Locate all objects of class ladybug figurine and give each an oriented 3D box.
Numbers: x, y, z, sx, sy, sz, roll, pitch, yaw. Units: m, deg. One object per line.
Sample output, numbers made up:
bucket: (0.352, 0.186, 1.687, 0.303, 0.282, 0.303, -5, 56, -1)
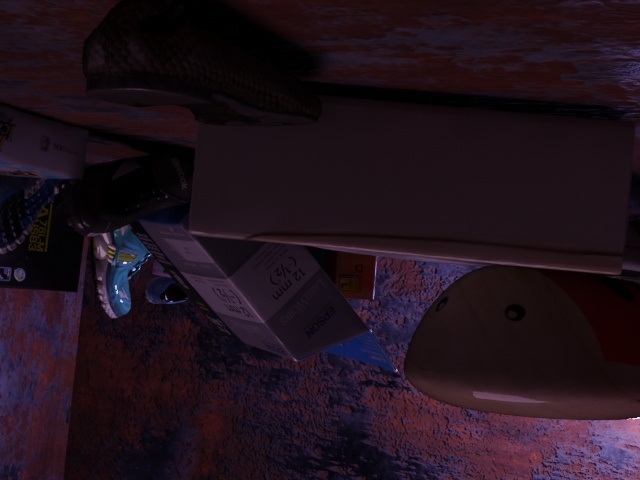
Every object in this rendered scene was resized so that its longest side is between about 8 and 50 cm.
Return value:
ladybug figurine: (0.284, 0.120, 1.254, 0.305, 0.162, 0.449, 3, 176, 38)

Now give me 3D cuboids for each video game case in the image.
video game case: (-0.416, -0.108, 1.049, 0.269, 0.061, 0.244, 4, 178, 22)

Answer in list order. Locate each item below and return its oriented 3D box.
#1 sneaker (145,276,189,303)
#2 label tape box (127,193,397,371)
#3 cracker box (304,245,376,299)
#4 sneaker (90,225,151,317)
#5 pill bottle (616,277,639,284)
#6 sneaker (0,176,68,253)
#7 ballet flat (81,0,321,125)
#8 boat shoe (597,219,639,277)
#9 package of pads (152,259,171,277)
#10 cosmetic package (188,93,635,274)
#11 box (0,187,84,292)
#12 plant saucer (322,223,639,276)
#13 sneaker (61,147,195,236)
sneaker: (-0.238, 0.089, 1.935, 0.162, 0.064, 0.073, -18, -160, -29)
label tape box: (-0.086, 0.066, 1.387, 0.348, 0.115, 0.249, 54, 160, -20)
cracker box: (0.000, 0.000, 1.480, 0.067, 0.156, 0.232, 5, 178, -25)
sneaker: (-0.301, 0.013, 1.622, 0.109, 0.275, 0.107, -2, -139, -15)
pill bottle: (0.552, 0.090, 1.718, 0.362, 0.210, 0.210, 6, 177, -15)
sneaker: (-0.356, -0.055, 1.182, 0.082, 0.071, 0.191, 16, -140, 10)
ballet flat: (-0.060, -0.100, 0.611, 0.084, 0.058, 0.250, 0, -179, 20)
boat shoe: (0.373, 0.009, 1.498, 0.302, 0.109, 0.098, 0, 178, -15)
package of pads: (-0.256, 0.052, 1.886, 0.083, 0.032, 0.050, 6, 179, 30)
cosmetic package: (0.067, -0.044, 0.805, 0.309, 0.113, 0.160, 5, 180, 5)
box: (-0.431, -0.022, 1.547, 0.045, 0.191, 0.184, 5, 177, 40)
plant saucer: (0.179, -0.024, 1.177, 0.400, 0.101, 0.400, 5, 178, 0)
sneaker: (-0.201, -0.064, 1.186, 0.106, 0.078, 0.234, -15, -173, 21)
